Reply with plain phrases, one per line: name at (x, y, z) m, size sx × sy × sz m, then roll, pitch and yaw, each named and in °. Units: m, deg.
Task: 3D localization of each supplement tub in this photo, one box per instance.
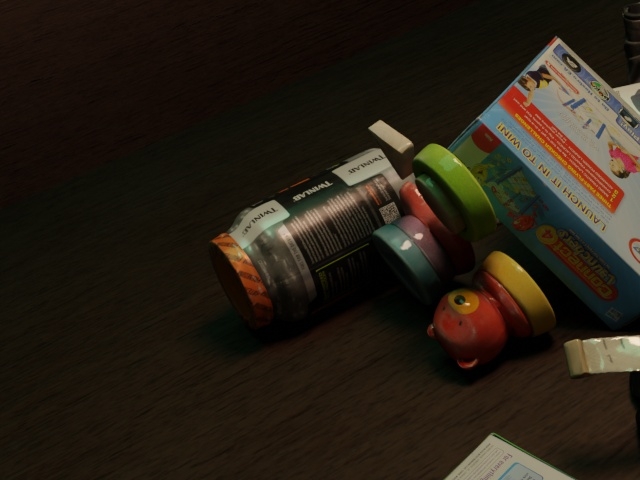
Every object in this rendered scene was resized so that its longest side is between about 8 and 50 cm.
supplement tub at (0.000, 0.000, 1.318) m, size 0.316 × 0.193 × 0.194 m, roll -27°, pitch 24°, yaw -19°

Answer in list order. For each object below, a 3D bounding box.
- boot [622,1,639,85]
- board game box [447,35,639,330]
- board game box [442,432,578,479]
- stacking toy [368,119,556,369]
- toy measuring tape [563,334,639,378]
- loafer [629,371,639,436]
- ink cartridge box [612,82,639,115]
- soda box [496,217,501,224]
boot at (0.583, -0.302, 1.503) m, size 0.118 × 0.222 × 0.338 m, roll -12°, pitch 24°, yaw 14°
board game box at (0.346, -0.088, 1.117) m, size 0.302 × 0.308 × 0.086 m, roll -43°, pitch -2°, yaw -45°
board game box at (0.166, 0.300, 0.634) m, size 0.242 × 0.064 × 0.317 m, roll -38°, pitch 28°, yaw -19°
stacking toy at (0.132, 0.008, 1.102) m, size 0.130 × 0.279 × 0.309 m, roll -37°, pitch 29°, yaw -7°
toy measuring tape at (0.409, 0.109, 0.838) m, size 0.330 × 0.121 × 0.121 m, roll -8°, pitch 24°, yaw 9°
loafer at (0.361, 0.151, 0.888) m, size 0.061 × 0.062 × 0.170 m, roll 10°, pitch 34°, yaw 10°
ink cartridge box at (0.533, -0.160, 1.311) m, size 0.237 × 0.100 × 0.171 m, roll -11°, pitch 50°, yaw 18°
soda box at (0.344, -0.084, 1.412) m, size 0.181 × 0.058 × 0.061 m, roll -19°, pitch 23°, yaw -1°
